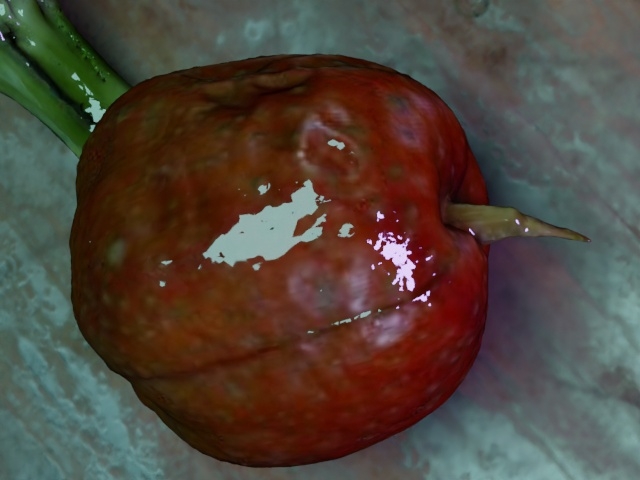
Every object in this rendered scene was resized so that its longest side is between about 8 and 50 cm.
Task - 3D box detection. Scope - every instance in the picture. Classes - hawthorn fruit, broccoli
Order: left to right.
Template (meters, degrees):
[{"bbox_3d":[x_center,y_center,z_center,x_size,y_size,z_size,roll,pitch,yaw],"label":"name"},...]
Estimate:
[{"bbox_3d":[-0.208,-0.170,1.182,0.275,0.198,0.177,35,53,17],"label":"broccoli"},{"bbox_3d":[-0.022,0.005,1.048,0.262,0.258,0.258,-32,70,47],"label":"hawthorn fruit"}]
